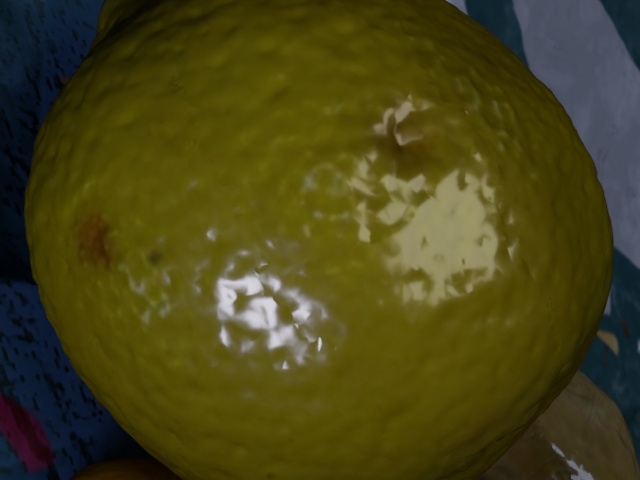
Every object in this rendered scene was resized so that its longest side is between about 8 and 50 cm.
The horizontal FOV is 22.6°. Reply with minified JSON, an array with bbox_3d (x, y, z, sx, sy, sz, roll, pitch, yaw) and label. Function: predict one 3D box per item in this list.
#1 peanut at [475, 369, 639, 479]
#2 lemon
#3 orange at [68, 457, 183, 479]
[{"bbox_3d":[0.093,0.092,0.842,0.263,0.101,0.117,54,28,-19],"label":"peanut"},{"bbox_3d":[-0.007,-0.005,0.670,0.253,0.228,0.228,39,53,-4],"label":"lemon"},{"bbox_3d":[-0.080,0.131,0.679,0.083,0.070,0.083,29,53,-48],"label":"orange"}]
